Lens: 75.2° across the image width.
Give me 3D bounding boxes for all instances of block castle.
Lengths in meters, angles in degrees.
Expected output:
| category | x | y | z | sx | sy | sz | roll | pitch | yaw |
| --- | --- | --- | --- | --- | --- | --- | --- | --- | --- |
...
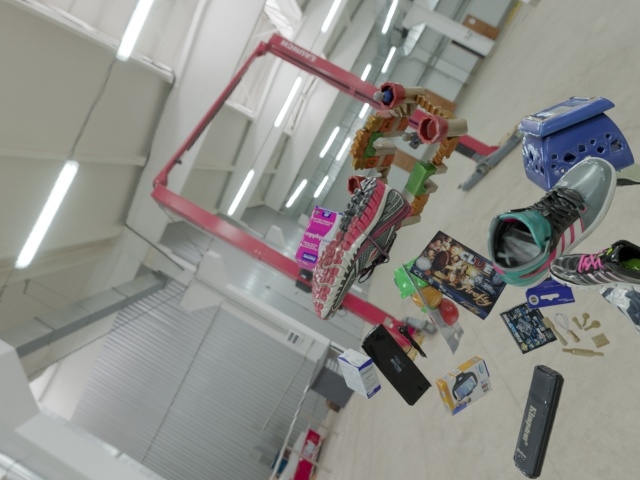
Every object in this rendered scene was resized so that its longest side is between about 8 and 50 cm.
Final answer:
| category | x | y | z | sx | sy | sz | roll | pitch | yaw |
| --- | --- | --- | --- | --- | --- | --- | --- | --- | --- |
| block castle | 0.254 | -0.275 | 1.413 | 0.213 | 0.303 | 0.453 | -13 | -40 | -30 |

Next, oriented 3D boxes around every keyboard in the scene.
| category | x | y | z | sx | sy | sz | roll | pitch | yaw |
| --- | --- | --- | --- | --- | --- | --- | --- | --- | --- |
| keyboard | 0.314 | 0.453 | 1.604 | 0.201 | 0.317 | 0.033 | -39 | 1 | -18 |

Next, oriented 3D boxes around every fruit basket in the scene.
| category | x | y | z | sx | sy | sz | roll | pitch | yaw |
| --- | --- | --- | --- | --- | --- | --- | --- | --- | --- |
| fruit basket | 0.416 | 0.231 | 1.560 | 0.165 | 0.353 | 0.327 | -28 | -8 | 23 |

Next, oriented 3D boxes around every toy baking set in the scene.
| category | x | y | z | sx | sy | sz | roll | pitch | yaw |
| --- | --- | --- | --- | --- | --- | --- | --- | --- | --- |
| toy baking set | 1.131 | 0.416 | 1.845 | 0.030 | 0.256 | 0.197 | 72 | -159 | -58 |

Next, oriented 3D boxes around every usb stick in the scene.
| category | x | y | z | sx | sy | sz | roll | pitch | yaw |
| --- | --- | --- | --- | --- | --- | --- | --- | --- | --- |
| usb stick | 0.534 | 0.444 | 1.022 | 0.077 | 0.045 | 0.278 | -153 | 70 | -65 |

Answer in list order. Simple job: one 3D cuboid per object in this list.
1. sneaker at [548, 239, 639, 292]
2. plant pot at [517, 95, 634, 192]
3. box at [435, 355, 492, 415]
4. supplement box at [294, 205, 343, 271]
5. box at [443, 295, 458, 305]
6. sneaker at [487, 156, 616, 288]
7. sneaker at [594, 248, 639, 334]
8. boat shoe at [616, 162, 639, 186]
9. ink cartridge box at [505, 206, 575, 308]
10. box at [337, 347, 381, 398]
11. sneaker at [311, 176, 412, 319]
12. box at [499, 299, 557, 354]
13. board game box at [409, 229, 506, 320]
| category | x | y | z | sx | sy | sz | roll | pitch | yaw |
| --- | --- | --- | --- | --- | --- | --- | --- | --- | --- |
| sneaker | 0.429 | 0.033 | 0.619 | 0.170 | 0.075 | 0.063 | 4 | 50 | 49 |
| plant pot | 0.744 | -0.300 | 1.251 | 0.236 | 0.212 | 0.236 | -21 | 16 | 15 |
| box | 0.330 | 0.322 | 0.934 | 0.136 | 0.081 | 0.028 | -24 | 10 | -16 |
| supplement box | 0.000 | 0.000 | 1.536 | 0.114 | 0.111 | 0.220 | 74 | -145 | -69 |
| box | 0.661 | 0.200 | 2.084 | 0.232 | 0.058 | 0.322 | -33 | 19 | -12 |
| sneaker | 0.423 | -0.040 | 0.786 | 0.178 | 0.124 | 0.295 | 12 | -66 | -46 |
| sneaker | 0.668 | 0.133 | 0.867 | 0.094 | 0.153 | 0.235 | -43 | 42 | 15 |
| boat shoe | 1.128 | -0.238 | 1.553 | 0.079 | 0.233 | 0.084 | 68 | -153 | -62 |
| ink cartridge box | 0.814 | 0.055 | 1.528 | 0.069 | 0.175 | 0.371 | 88 | 174 | -78 |
| box | 0.141 | 0.482 | 1.515 | 0.072 | 0.137 | 0.126 | -28 | 19 | -29 |
| sneaker | 0.077 | 0.031 | 0.823 | 0.299 | 0.112 | 0.121 | -61 | 20 | 8 |
| box | 1.015 | 0.421 | 2.038 | 0.175 | 0.220 | 0.051 | -29 | -17 | 12 |
| board game box | 0.404 | 0.094 | 1.202 | 0.165 | 0.243 | 0.042 | -46 | -20 | -29 |
